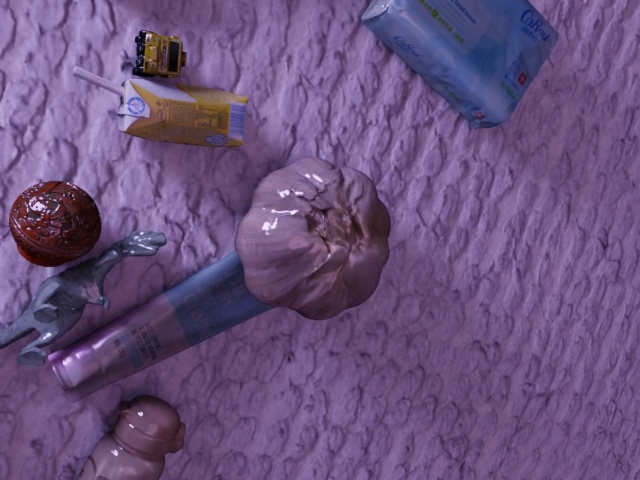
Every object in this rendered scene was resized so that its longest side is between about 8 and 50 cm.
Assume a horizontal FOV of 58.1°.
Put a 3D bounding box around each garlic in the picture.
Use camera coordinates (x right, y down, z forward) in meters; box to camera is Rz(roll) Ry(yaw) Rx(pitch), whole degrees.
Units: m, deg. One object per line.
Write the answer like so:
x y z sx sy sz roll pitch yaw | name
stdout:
-0.001 -0.004 0.772 0.227 0.152 0.228 -4 97 -30 | garlic

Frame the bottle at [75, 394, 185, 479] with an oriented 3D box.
-0.258 0.312 0.765 0.110 0.097 0.209 31 88 -26 | bottle

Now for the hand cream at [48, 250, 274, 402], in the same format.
-0.191 0.109 0.769 0.312 0.070 0.111 -28 108 -21 | hand cream

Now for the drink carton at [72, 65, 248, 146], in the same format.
-0.193 -0.157 0.696 0.199 0.084 0.075 2 102 -26 | drink carton

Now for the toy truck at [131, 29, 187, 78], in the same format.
-0.191 -0.217 0.682 0.054 0.083 0.049 3 101 -24 | toy truck

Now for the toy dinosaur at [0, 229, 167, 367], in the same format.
-0.340 0.107 0.667 0.383 0.129 0.076 -35 107 -12 | toy dinosaur

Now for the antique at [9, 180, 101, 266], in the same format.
-0.305 -0.022 0.669 0.104 0.104 0.104 -5 104 -22 | antique

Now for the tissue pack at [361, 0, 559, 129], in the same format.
0.209 -0.308 0.835 0.263 0.089 0.177 34 85 -27 | tissue pack
